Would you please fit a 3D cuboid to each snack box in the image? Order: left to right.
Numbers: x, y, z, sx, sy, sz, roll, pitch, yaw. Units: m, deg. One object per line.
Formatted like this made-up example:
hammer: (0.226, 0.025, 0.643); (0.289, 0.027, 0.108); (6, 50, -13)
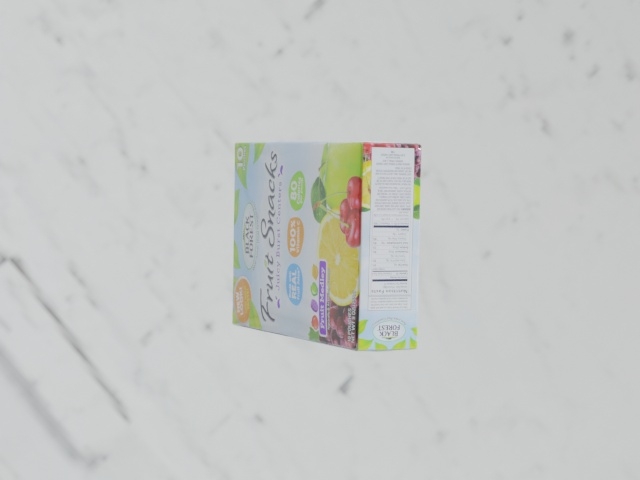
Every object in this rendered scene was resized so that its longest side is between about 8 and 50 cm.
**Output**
snack box: (0.000, 0.000, 0.864); (0.141, 0.037, 0.100); (7, -85, 62)
